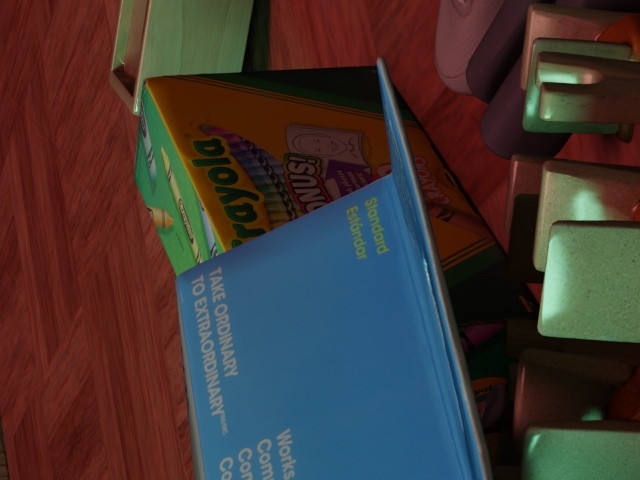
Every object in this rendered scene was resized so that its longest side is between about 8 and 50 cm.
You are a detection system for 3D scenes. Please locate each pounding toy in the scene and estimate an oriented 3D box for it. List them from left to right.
[{"bbox_3d":[-0.108,-0.215,1.490,0.181,0.094,0.206,-133,51,-67],"label":"pounding toy"}]

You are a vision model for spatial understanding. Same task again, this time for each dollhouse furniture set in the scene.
[{"bbox_3d":[0.144,0.048,0.749,0.262,0.135,0.259,-79,-6,-67],"label":"dollhouse furniture set"}]

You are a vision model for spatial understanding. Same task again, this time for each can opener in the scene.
[{"bbox_3d":[0.121,-0.149,0.834,0.283,0.095,0.076,120,148,-46],"label":"can opener"}]

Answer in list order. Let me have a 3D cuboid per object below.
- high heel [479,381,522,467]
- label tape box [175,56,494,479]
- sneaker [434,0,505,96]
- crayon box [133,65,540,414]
[{"bbox_3d":[0.080,0.215,0.958,0.186,0.093,0.261,-45,-39,-79],"label":"high heel"},{"bbox_3d":[0.004,0.135,0.785,0.348,0.115,0.249,85,175,-47],"label":"label tape box"},{"bbox_3d":[0.076,-0.185,0.924,0.099,0.121,0.262,-114,27,-44],"label":"sneaker"},{"bbox_3d":[0.000,0.000,1.113,0.278,0.165,0.081,-119,30,-48],"label":"crayon box"}]
